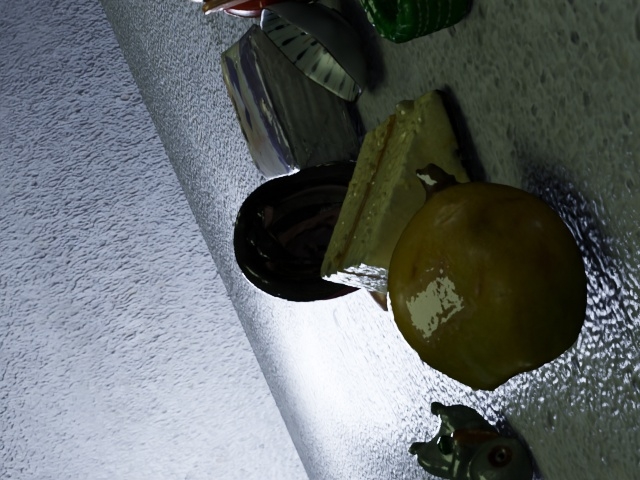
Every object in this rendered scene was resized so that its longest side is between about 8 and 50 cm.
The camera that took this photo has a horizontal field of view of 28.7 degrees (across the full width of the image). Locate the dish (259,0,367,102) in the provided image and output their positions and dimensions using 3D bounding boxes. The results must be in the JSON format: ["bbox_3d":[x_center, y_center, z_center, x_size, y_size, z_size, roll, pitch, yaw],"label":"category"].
[{"bbox_3d":[0.004,-0.275,1.723,0.190,0.066,0.191,39,172,7],"label":"dish"}]

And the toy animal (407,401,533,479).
[{"bbox_3d":[0.237,0.303,1.722,0.236,0.138,0.108,21,94,43],"label":"toy animal"}]

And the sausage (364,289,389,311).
[{"bbox_3d":[0.065,-0.002,1.931,0.086,0.086,0.289,83,163,-46],"label":"sausage"}]

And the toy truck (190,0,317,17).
[{"bbox_3d":[-0.119,-0.395,1.723,0.265,0.239,0.189,167,82,-79],"label":"toy truck"}]

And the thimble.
[{"bbox_3d":[0.099,-0.276,1.349,0.118,0.090,0.130,63,167,15],"label":"thimble"}]

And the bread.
[{"bbox_3d":[0.138,-0.052,1.582,0.263,0.198,0.236,157,126,-76],"label":"bread"}]

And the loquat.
[{"bbox_3d":[0.166,0.027,1.305,0.213,0.213,0.246,113,134,-72],"label":"loquat"}]

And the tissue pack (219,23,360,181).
[{"bbox_3d":[-0.056,-0.219,1.999,0.343,0.125,0.242,-173,61,-78],"label":"tissue pack"}]

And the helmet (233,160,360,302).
[{"bbox_3d":[0.000,0.000,1.818,0.154,0.253,0.198,100,162,-68],"label":"helmet"}]
